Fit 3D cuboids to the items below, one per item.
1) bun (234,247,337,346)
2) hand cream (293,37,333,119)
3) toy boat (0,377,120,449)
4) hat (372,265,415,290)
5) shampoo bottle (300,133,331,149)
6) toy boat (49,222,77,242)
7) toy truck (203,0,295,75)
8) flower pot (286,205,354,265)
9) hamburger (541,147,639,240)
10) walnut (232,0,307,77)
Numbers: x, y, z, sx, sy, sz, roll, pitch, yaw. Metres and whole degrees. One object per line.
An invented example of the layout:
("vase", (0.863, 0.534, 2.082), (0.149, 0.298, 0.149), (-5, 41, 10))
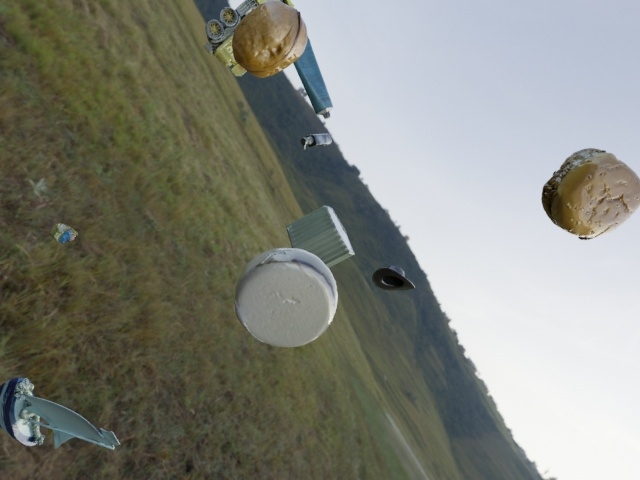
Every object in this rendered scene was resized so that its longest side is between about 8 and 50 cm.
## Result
("bun", (-0.044, 0.068, 0.573), (0.138, 0.138, 0.094), (59, 10, -18))
("hand cream", (-0.024, -0.419, 1.084), (0.048, 0.083, 0.224), (-16, -83, 55))
("toy boat", (-0.579, 0.406, 0.924), (0.067, 0.291, 0.220), (-57, 160, -59))
("hat", (0.208, 0.102, 1.181), (0.121, 0.050, 0.121), (14, -32, 9))
("shampoo bottle", (-0.023, -0.465, 1.971), (0.208, 0.057, 0.063), (-24, 98, -53))
("toy boat", (-0.873, -0.020, 1.439), (0.066, 0.065, 0.172), (38, -11, -14))
("toy truck", (-0.193, -0.595, 1.187), (0.157, 0.272, 0.124), (49, 1, -21))
("flower pot", (0.000, 0.000, 1.631), (0.209, 0.190, 0.239), (51, 17, -48))
("hamburger", (0.448, -0.074, 0.702), (0.147, 0.138, 0.083), (34, 21, -19))
("walnut", (-0.112, -0.456, 0.959), (0.144, 0.180, 0.144), (43, 26, -28))
